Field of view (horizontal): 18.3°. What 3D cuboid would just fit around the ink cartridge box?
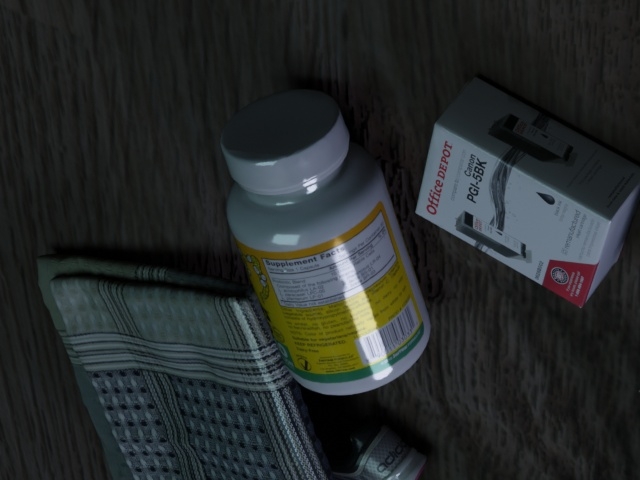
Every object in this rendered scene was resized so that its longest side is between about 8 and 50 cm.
[{"bbox_3d":[0.137,-0.032,1.316,0.135,0.056,0.099,30,145,16],"label":"ink cartridge box"}]

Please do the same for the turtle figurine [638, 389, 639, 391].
[{"bbox_3d":[0.285,0.215,1.396,0.234,0.118,0.175,35,145,1],"label":"turtle figurine"}]

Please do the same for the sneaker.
[{"bbox_3d":[0.019,0.189,1.671,0.075,0.063,0.170,51,143,-6],"label":"sneaker"}]

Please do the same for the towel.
[{"bbox_3d":[-0.112,0.163,1.705,0.324,0.056,0.312,7,124,50],"label":"towel"}]

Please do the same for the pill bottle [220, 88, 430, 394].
[{"bbox_3d":[0.000,0.000,1.432,0.117,0.117,0.208,12,136,37],"label":"pill bottle"}]
